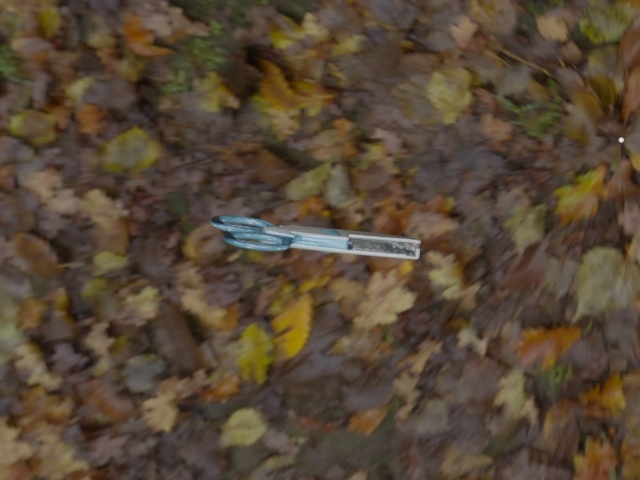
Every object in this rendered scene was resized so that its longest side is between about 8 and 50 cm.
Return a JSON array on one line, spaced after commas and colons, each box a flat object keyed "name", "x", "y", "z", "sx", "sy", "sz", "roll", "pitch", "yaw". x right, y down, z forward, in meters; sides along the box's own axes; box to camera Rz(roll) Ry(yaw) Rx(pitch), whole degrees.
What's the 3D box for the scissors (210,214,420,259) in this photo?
[{"name": "scissors", "x": 0.000, "y": 0.000, "z": 0.927, "sx": 0.119, "sy": 0.058, "sz": 0.014, "roll": 6, "pitch": 104, "yaw": -17}]
